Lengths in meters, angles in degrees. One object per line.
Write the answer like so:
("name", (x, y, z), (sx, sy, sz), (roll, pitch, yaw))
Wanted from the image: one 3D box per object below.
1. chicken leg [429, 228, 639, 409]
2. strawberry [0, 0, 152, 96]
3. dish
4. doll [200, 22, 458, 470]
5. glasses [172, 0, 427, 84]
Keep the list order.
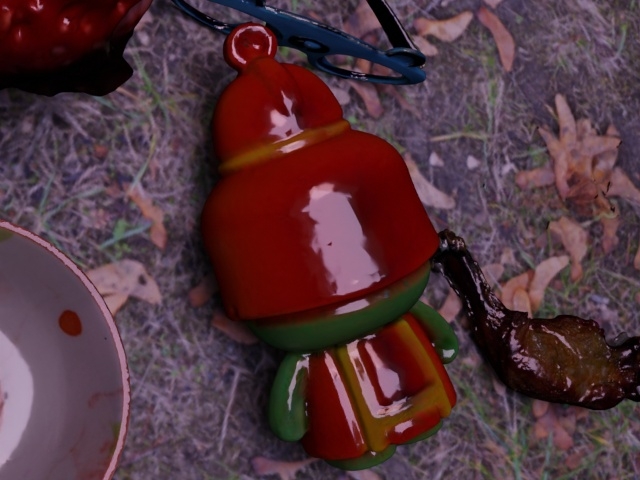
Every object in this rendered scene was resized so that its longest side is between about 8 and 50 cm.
("chicken leg", (0.188, 0.082, 1.415), (0.253, 0.051, 0.106), (33, 63, -19))
("strawberry", (-0.241, -0.271, 1.096), (0.292, 0.292, 0.309), (3, 109, -27))
("dish", (-0.274, 0.113, 1.154), (0.260, 0.085, 0.260), (4, 81, -25))
("doll", (0.000, 0.000, 1.266), (0.183, 0.160, 0.363), (-22, 93, -21))
("glasses", (-0.014, -0.221, 1.350), (0.239, 0.102, 0.206), (20, 47, -22))
